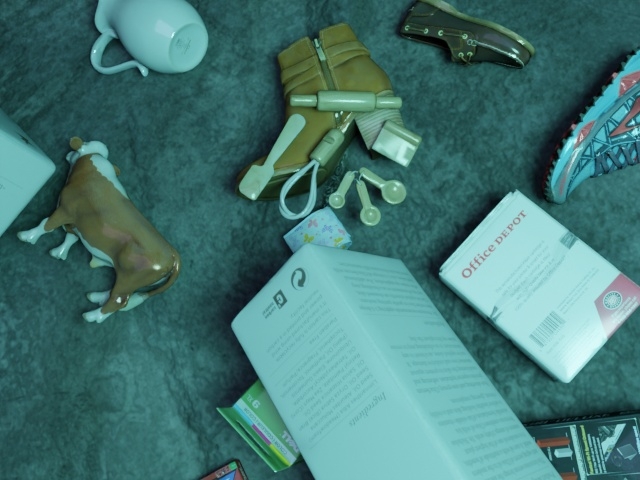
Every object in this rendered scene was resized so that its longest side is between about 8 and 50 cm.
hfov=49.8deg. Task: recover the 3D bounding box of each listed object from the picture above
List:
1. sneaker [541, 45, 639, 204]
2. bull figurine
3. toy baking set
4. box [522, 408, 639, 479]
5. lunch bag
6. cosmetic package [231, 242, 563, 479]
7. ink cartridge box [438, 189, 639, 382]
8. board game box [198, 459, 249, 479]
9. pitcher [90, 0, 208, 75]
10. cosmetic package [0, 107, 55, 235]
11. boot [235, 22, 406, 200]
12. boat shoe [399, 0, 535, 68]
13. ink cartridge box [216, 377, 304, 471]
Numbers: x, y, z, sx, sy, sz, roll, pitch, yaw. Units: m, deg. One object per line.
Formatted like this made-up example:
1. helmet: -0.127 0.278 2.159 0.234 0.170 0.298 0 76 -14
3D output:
1. sneaker: 0.413 -0.144 0.949 0.125 0.104 0.262 38 88 15
2. bull figurine: -0.354 -0.020 1.096 0.188 0.101 0.310 -45 70 4
3. toy baking set: 0.018 -0.121 0.973 0.256 0.030 0.196 4 80 -6
4. box: 0.326 0.373 0.834 0.243 0.076 0.307 -16 74 26
5. lunch bag: 0.000 0.000 1.036 0.083 0.053 0.071 -40 70 12
6. cosmetic package: 0.110 0.227 0.811 0.161 0.230 0.453 -47 58 22
7. ink cartridge box: 0.292 0.062 0.935 0.218 0.092 0.158 43 89 16
8. board game box: -0.209 0.449 0.995 0.281 0.027 0.145 -30 74 5
9. pitcher: -0.296 -0.337 1.153 0.207 0.125 0.177 34 107 28
10. cosmetic package: -0.698 -0.102 1.033 0.327 0.329 0.393 38 87 36
11. boot: -0.029 -0.199 1.054 0.283 0.109 0.220 -25 75 3
12. boat shoe: 0.218 -0.301 1.046 0.207 0.073 0.073 31 87 24
13. ink cartridge box: -0.047 0.235 0.910 0.062 0.209 0.109 -46 73 0
